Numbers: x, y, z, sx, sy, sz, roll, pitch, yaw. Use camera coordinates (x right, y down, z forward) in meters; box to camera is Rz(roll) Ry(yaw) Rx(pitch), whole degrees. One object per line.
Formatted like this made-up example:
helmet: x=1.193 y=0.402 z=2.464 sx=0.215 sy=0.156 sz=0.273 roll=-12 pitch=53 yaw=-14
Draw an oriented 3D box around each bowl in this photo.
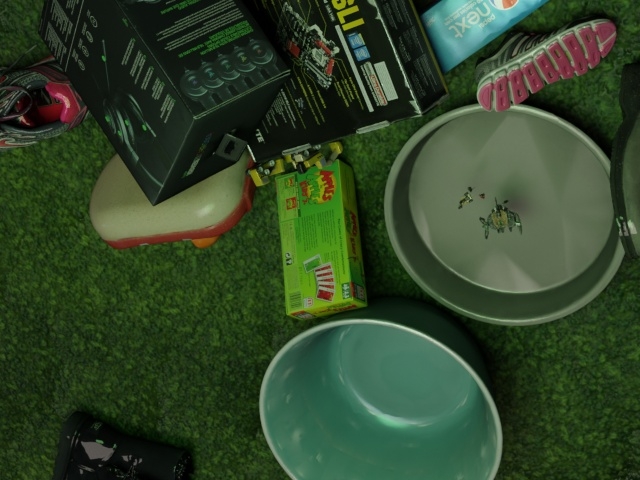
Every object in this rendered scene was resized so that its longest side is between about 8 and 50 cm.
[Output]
bowl: x=0.094 y=0.196 z=1.586 sx=0.311 sy=0.163 sz=0.311 roll=9 pitch=119 yaw=16

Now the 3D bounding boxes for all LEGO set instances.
LEGO set: x=0.204 y=-0.033 z=1.449 sx=0.083 sy=0.023 sz=0.054 roll=50 pitch=119 yaw=6

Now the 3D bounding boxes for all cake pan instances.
cake pan: x=0.224 y=-0.036 z=1.482 sx=0.293 sy=0.054 sz=0.293 roll=8 pitch=119 yaw=16

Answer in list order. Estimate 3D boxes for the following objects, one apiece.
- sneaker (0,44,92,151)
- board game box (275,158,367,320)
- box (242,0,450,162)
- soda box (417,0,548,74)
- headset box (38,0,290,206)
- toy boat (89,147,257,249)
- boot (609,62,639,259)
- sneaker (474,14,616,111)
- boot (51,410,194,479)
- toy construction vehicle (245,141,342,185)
sneaker: x=-0.412 y=-0.173 z=1.602 sx=0.299 sy=0.112 sz=0.121 roll=-16 pitch=110 yaw=27
board game box: x=0.000 y=0.000 z=1.524 sx=0.092 sy=0.043 sz=0.181 roll=-14 pitch=70 yaw=25
box: x=-0.029 y=-0.266 z=1.389 sx=0.257 sy=0.079 sz=0.322 roll=-14 pitch=106 yaw=39
soda box: x=0.179 y=-0.261 z=1.371 sx=0.210 sy=0.067 sz=0.071 roll=-33 pitch=102 yaw=31
headset box: x=-0.179 y=-0.206 z=1.385 sx=0.283 sy=0.131 sz=0.246 roll=56 pitch=154 yaw=9
toy boat: x=-0.177 y=-0.044 z=1.589 sx=0.231 sy=0.151 sz=0.151 roll=-6 pitch=143 yaw=22
boot: x=0.393 y=-0.097 z=1.293 sx=0.161 sy=0.246 sz=0.083 roll=-1 pitch=150 yaw=24
sneaker: x=0.244 y=-0.211 z=1.379 sx=0.170 sy=0.075 sz=0.063 roll=-28 pitch=132 yaw=8
boot: x=-0.303 y=0.393 z=1.869 sx=0.207 sy=0.094 sz=0.246 roll=20 pitch=115 yaw=13
toy construction vehicle: x=-0.029 y=-0.094 z=1.507 sx=0.086 sy=0.098 sz=0.035 roll=-13 pitch=103 yaw=40
